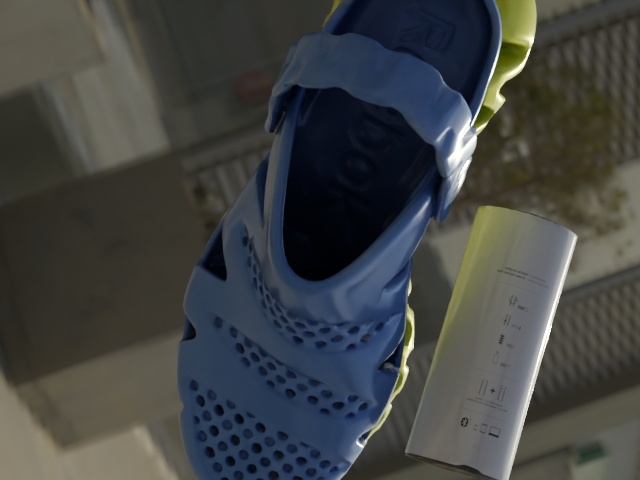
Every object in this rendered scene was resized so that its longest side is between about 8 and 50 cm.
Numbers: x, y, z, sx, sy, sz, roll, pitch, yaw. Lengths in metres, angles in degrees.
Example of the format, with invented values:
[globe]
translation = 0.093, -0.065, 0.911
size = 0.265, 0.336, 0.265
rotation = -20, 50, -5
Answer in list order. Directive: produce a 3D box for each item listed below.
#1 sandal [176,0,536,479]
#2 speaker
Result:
[sandal]
translation = 0.000, 0.000, 0.957
size = 0.138, 0.126, 0.317
rotation = -53, 162, -68
[speaker]
translation = 0.088, 0.052, 1.015
size = 0.055, 0.055, 0.136
rotation = 74, 32, -81
